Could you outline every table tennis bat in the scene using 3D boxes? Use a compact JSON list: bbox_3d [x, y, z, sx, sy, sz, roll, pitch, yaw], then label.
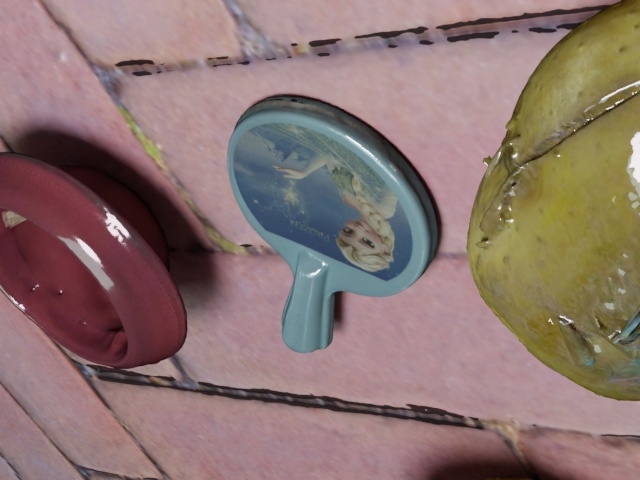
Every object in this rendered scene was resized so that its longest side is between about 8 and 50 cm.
[{"bbox_3d":[0.000,0.000,0.941,0.149,0.038,0.237,28,146,12],"label":"table tennis bat"}]

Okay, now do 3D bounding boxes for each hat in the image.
[{"bbox_3d":[-0.172,0.005,1.067,0.205,0.089,0.205,29,147,21],"label":"hat"}]

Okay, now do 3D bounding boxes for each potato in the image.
[{"bbox_3d":[0.156,-0.020,0.644,0.169,0.143,0.248,14,147,-15],"label":"potato"}]

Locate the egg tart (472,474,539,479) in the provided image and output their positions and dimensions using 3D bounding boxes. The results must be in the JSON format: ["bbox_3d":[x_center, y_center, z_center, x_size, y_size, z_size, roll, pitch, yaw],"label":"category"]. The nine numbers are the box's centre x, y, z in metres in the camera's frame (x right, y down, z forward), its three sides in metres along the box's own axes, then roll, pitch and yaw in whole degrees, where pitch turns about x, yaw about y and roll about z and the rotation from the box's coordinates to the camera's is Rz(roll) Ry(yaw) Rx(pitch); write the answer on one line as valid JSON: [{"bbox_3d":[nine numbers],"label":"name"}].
[{"bbox_3d":[0.162,0.264,1.057,0.294,0.123,0.294,23,144,18],"label":"egg tart"}]
